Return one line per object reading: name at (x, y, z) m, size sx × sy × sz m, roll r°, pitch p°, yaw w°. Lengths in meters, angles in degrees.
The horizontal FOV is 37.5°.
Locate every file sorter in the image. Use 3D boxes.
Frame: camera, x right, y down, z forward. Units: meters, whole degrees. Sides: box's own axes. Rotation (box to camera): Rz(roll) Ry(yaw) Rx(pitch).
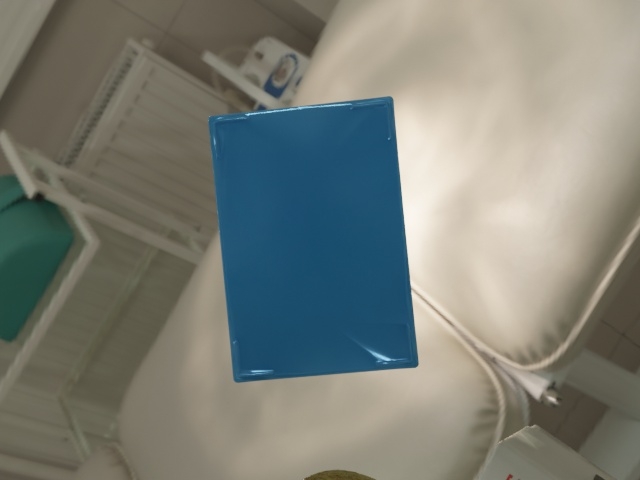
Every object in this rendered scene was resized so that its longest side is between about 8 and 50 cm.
file sorter at (0.000, 0.000, 0.643) m, size 0.118 × 0.104 × 0.170 m, roll -6°, pitch 90°, yaw 6°

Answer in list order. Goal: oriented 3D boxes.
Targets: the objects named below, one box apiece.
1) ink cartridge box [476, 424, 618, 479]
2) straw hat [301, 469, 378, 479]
ink cartridge box at (0.185, 0.248, 0.653) m, size 0.203 × 0.086 × 0.148 m, roll 32°, pitch 104°, yaw 26°
straw hat at (0.019, 0.280, 0.868) m, size 0.061 × 0.144 × 0.145 m, roll 116°, pitch 172°, yaw -78°
